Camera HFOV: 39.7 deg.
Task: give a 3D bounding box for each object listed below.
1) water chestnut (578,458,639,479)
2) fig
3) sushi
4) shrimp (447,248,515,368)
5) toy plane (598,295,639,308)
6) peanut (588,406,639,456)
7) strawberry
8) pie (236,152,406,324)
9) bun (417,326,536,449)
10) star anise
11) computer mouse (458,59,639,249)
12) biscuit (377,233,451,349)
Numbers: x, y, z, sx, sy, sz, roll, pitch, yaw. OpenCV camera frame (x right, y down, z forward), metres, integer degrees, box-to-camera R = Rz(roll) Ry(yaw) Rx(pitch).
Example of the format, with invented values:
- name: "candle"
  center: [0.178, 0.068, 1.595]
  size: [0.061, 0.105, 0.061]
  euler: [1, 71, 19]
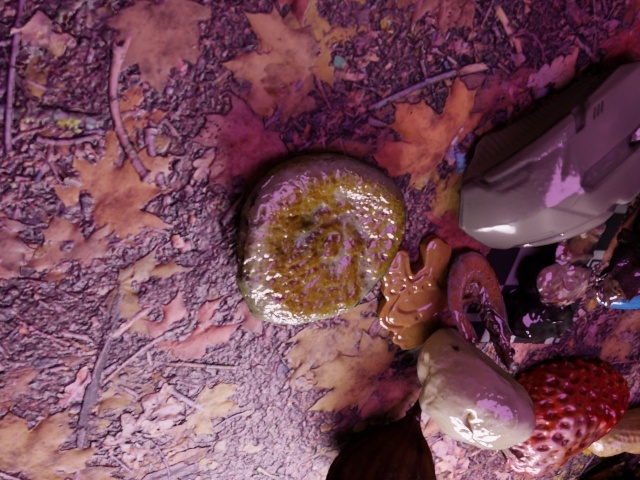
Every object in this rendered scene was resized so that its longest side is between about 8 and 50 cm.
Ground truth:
- name: "water chestnut"
  center: [0.744, 0.629, 2.094]
  size: [0.300, 0.300, 0.300]
  euler: [-14, 127, -19]
- name: "fig"
  center: [0.149, 0.410, 1.716]
  size: [0.217, 0.217, 0.320]
  euler: [35, 73, -39]
- name: "sushi"
  center: [0.447, 0.074, 1.660]
  size: [0.296, 0.100, 0.373]
  euler: [5, 119, -30]
- name: "shrimp"
  center: [0.288, 0.137, 1.595]
  size: [0.143, 0.052, 0.251]
  euler: [-39, 107, -38]
- name: "toy plane"
  center: [0.698, 0.104, 1.774]
  size: [0.271, 0.254, 0.105]
  euler: [-6, 165, 5]
- name: "peanut"
  center: [0.716, 0.449, 2.058]
  size: [0.226, 0.095, 0.108]
  euler: [-6, 120, -23]
- name: "strawberry"
  center: [0.531, 0.379, 1.883]
  size: [0.336, 0.149, 0.265]
  euler: [-15, 125, -19]
- name: "pie"
  center: [0.000, 0.000, 1.404]
  size: [0.323, 0.070, 0.323]
  euler: [-16, 128, -22]
- name: "bun"
  center: [0.273, 0.286, 1.614]
  size: [0.259, 0.259, 0.160]
  euler: [36, 96, -39]
- name: "star anise"
  center: [0.589, 0.028, 1.669]
  size: [0.099, 0.220, 0.214]
  euler: [42, 97, 5]
- name: "computer mouse"
  center: [0.423, -0.124, 1.466]
  size: [0.429, 0.145, 0.228]
  euler: [-33, 116, -3]
- name: "biscuit"
  center: [0.167, 0.100, 1.582]
  size: [0.144, 0.040, 0.236]
  euler: [-13, 124, -12]
